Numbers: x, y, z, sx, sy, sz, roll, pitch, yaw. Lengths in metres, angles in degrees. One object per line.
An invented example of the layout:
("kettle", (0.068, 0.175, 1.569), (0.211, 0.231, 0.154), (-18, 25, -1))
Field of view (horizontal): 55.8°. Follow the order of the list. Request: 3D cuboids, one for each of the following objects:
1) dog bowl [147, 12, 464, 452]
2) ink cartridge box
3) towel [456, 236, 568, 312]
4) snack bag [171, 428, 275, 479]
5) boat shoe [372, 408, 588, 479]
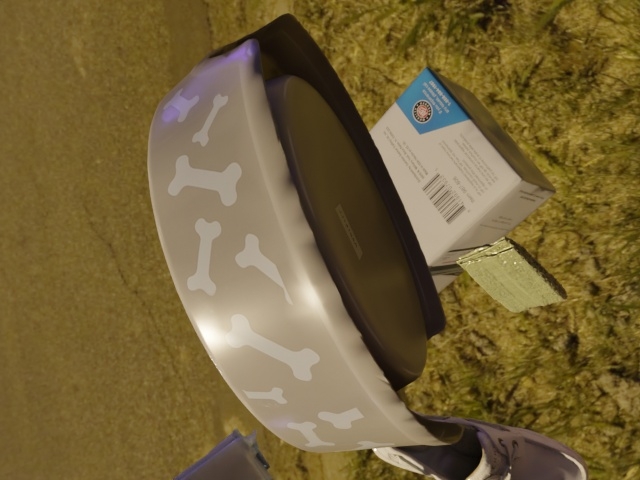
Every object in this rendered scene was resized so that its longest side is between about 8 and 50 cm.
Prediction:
("dog bowl", (0.000, 0.000, 0.478), (0.102, 0.349, 0.348), (-24, 75, 16))
("ink cartridge box", (0.181, -0.071, 1.144), (0.395, 0.166, 0.285), (-46, 58, 28))
("towel", (0.290, 0.054, 0.913), (0.148, 0.027, 0.110), (39, 144, -18))
("snack bag", (-0.147, 0.364, 0.575), (0.037, 0.342, 0.323), (42, 161, 47))
("boat shoe", (0.196, 0.271, 0.740), (0.277, 0.096, 0.098), (10, 75, 6))
